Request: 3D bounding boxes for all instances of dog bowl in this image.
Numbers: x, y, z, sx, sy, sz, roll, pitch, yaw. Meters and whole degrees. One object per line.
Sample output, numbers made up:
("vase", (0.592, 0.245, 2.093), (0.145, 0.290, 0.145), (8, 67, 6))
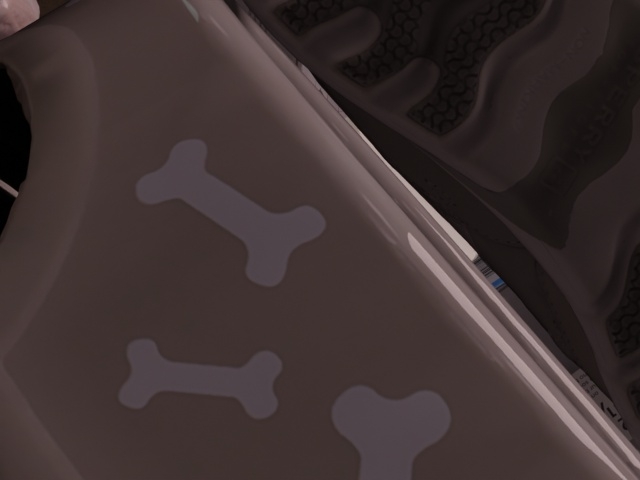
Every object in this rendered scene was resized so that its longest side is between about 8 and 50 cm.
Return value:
("dog bowl", (0.024, 0.063, 0.526), (0.349, 0.102, 0.349), (49, 3, -4))

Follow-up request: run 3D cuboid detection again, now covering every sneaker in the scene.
("sneaker", (0.090, -0.020, 0.533), (0.281, 0.105, 0.115), (48, 4, -3))

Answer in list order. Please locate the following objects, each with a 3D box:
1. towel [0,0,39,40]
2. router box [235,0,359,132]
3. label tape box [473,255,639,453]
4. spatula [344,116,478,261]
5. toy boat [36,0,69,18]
("towel", (-0.234, -0.204, 0.488), (0.317, 0.053, 0.332), (53, 10, 25))
("router box", (0.054, -0.176, 0.908), (0.082, 0.335, 0.301), (12, 11, 35))
("label tape box", (0.213, 0.143, 1.572), (0.348, 0.115, 0.249), (51, 1, -15))
("spatula", (0.053, 0.067, 0.764), (0.242, 0.019, 0.168), (51, 39, 1))
("toy boat", (-0.162, -0.188, 0.885), (0.151, 0.151, 0.231), (1, -39, 52))
